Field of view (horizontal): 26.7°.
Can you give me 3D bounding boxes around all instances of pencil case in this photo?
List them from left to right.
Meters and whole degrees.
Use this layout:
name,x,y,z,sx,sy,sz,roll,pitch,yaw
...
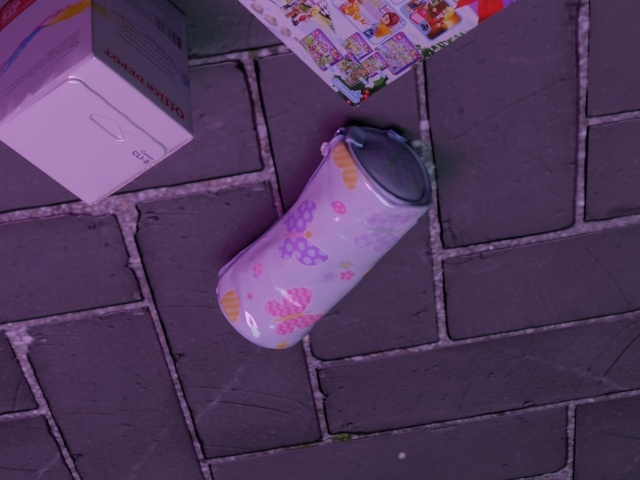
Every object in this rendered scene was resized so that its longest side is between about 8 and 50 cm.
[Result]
name,x,y,z,sx,sy,sz,roll,pitch,yaw
pencil case,0.000,0.000,1.437,0.124,0.113,0.273,26,127,-20

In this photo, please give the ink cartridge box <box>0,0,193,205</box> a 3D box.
name,x,y,z,sx,sy,sz,roll,pitch,yaw
ink cartridge box,-0.202,-0.150,1.200,0.127,0.176,0.128,-32,132,22

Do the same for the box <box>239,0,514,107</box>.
name,x,y,z,sx,sy,sz,roll,pitch,yaw
box,0.019,-0.266,1.202,0.201,0.057,0.293,-31,132,22
